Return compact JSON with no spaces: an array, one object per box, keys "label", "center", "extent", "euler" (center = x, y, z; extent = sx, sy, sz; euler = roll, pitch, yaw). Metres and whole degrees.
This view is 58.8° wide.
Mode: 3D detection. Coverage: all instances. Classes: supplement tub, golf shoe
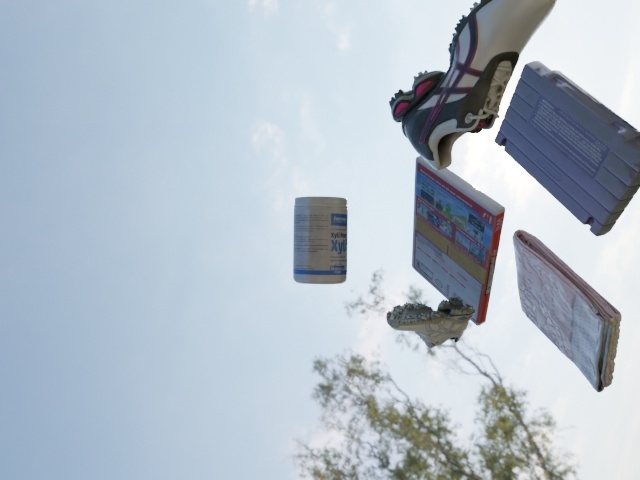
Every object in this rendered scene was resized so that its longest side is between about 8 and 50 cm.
[{"label":"supplement tub","center":[0.000,0.000,0.715],"extent":[0.071,0.071,0.107],"euler":[0,-89,-48]},{"label":"golf shoe","center":[0.204,-0.204,0.710],"extent":[0.105,0.120,0.273],"euler":[-8,-24,-34]},{"label":"golf shoe","center":[0.185,0.150,0.961],"extent":[0.176,0.069,0.086],"euler":[0,-71,-28]}]

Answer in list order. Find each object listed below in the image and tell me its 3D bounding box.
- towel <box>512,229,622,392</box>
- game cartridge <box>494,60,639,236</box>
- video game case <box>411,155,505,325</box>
[{"label":"towel","center":[0.580,0.170,1.368],"extent":[0.053,0.317,0.332],"euler":[-29,-45,-4]},{"label":"game cartridge","center":[0.542,-0.208,1.240],"extent":[0.068,0.355,0.230],"euler":[-15,-38,-25]},{"label":"video game case","center":[0.246,0.003,1.061],"extent":[0.025,0.204,0.285],"euler":[-26,-44,-20]}]
